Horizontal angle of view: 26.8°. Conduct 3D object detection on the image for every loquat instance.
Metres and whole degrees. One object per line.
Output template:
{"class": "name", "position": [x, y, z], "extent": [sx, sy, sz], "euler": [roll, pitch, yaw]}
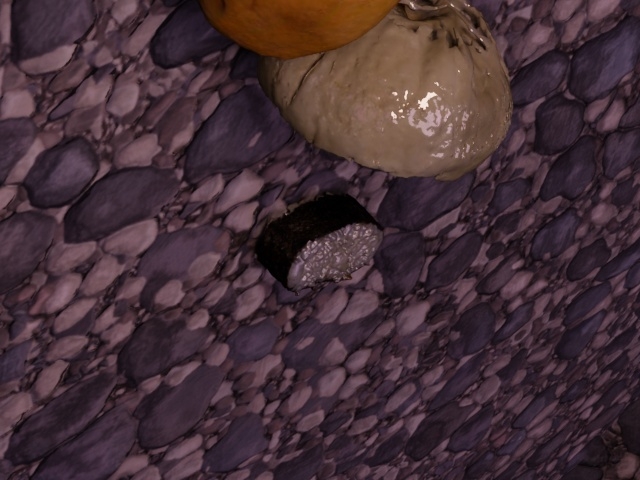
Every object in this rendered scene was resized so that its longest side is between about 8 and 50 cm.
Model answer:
{"class": "loquat", "position": [-0.015, -0.250, 1.149], "extent": [0.234, 0.176, 0.187], "euler": [-21, -168, 29]}

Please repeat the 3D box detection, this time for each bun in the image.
{"class": "bun", "position": [0.077, -0.174, 1.300], "extent": [0.259, 0.259, 0.152], "euler": [-8, 129, -45]}

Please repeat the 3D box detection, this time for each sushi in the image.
{"class": "sushi", "position": [0.000, 0.000, 1.563], "extent": [0.150, 0.078, 0.090], "euler": [-20, 135, -33]}
